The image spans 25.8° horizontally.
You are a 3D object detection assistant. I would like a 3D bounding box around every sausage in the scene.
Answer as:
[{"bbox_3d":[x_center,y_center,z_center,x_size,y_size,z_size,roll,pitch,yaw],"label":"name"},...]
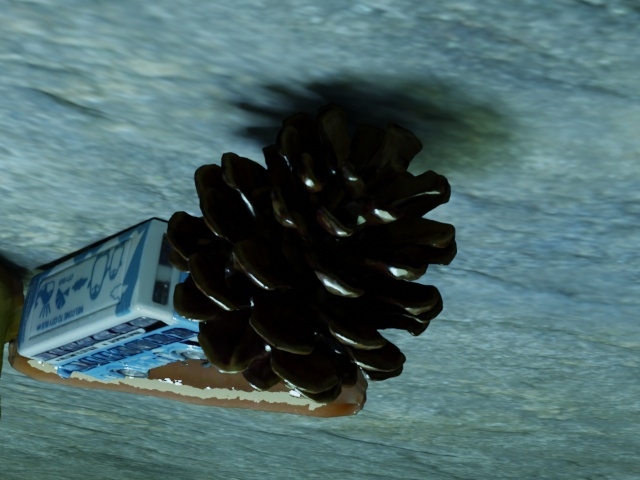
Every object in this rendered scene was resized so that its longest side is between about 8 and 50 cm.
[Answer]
[{"bbox_3d":[-0.152,0.143,1.627,0.419,0.094,0.094,7,178,-4],"label":"sausage"}]

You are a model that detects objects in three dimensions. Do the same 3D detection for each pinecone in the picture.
[{"bbox_3d":[0.000,0.000,0.949,0.207,0.208,0.208,6,163,2],"label":"pinecone"}]

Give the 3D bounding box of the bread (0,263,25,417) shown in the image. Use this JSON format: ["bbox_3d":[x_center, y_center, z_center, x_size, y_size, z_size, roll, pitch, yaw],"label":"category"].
[{"bbox_3d":[-0.492,0.119,1.407,0.398,0.215,0.398,-5,156,-2],"label":"bread"}]

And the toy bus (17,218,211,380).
[{"bbox_3d":[-0.182,0.066,1.362,0.131,0.106,0.297,19,158,-30],"label":"toy bus"}]
